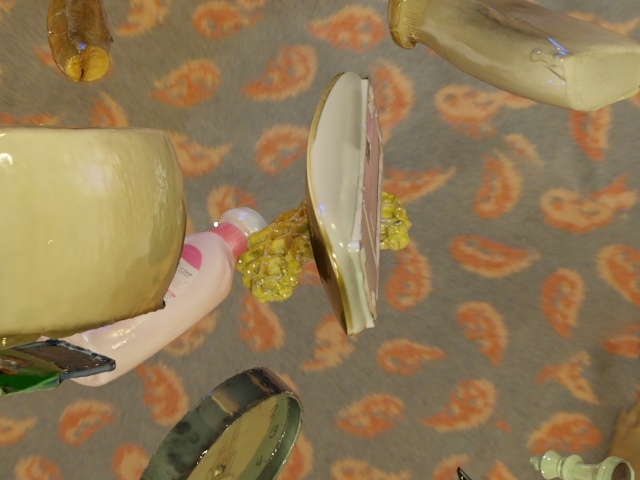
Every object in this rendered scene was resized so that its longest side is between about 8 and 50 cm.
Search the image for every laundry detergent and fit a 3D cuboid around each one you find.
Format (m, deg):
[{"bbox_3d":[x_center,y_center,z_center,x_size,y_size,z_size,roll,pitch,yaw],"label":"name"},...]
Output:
[{"bbox_3d":[-0.195,0.060,1.526,0.335,0.159,0.088,-36,131,-41],"label":"laundry detergent"}]

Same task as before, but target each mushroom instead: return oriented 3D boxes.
[{"bbox_3d":[0.268,-0.286,1.754,0.154,0.407,0.138,-40,139,-35],"label":"mushroom"}]

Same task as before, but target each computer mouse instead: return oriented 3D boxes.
[{"bbox_3d":[0.019,-0.035,0.989,0.056,0.245,0.126,-3,134,10],"label":"computer mouse"}]

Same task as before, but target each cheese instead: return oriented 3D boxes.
[{"bbox_3d":[-0.302,0.108,0.888,0.320,0.203,0.083,-11,107,-46],"label":"cheese"}]

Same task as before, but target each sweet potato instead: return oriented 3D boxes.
[{"bbox_3d":[-0.280,-0.258,1.407,0.077,0.244,0.077,-6,131,-7],"label":"sweet potato"}]

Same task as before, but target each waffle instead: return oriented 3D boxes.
[{"bbox_3d":[-0.001,-0.003,1.317,0.194,0.149,0.051,-29,121,-8],"label":"waffle"}]

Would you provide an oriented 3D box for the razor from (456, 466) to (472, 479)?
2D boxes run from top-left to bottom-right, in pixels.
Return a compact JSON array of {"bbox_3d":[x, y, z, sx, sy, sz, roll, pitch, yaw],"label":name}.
[{"bbox_3d":[0.146,0.337,1.394,0.044,0.028,0.155,45,46,-21],"label":"razor"}]

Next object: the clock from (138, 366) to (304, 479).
[{"bbox_3d":[-0.099,0.223,1.184,0.042,0.215,0.215,35,87,24],"label":"clock"}]

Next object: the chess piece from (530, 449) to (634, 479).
[{"bbox_3d":[0.336,0.301,1.591,0.059,0.149,0.059,-4,97,-39],"label":"chess piece"}]

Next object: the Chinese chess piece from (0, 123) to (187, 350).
[{"bbox_3d":[-0.263,-0.016,0.852,0.338,0.338,0.141,1,97,-5],"label":"Chinese chess piece"}]
